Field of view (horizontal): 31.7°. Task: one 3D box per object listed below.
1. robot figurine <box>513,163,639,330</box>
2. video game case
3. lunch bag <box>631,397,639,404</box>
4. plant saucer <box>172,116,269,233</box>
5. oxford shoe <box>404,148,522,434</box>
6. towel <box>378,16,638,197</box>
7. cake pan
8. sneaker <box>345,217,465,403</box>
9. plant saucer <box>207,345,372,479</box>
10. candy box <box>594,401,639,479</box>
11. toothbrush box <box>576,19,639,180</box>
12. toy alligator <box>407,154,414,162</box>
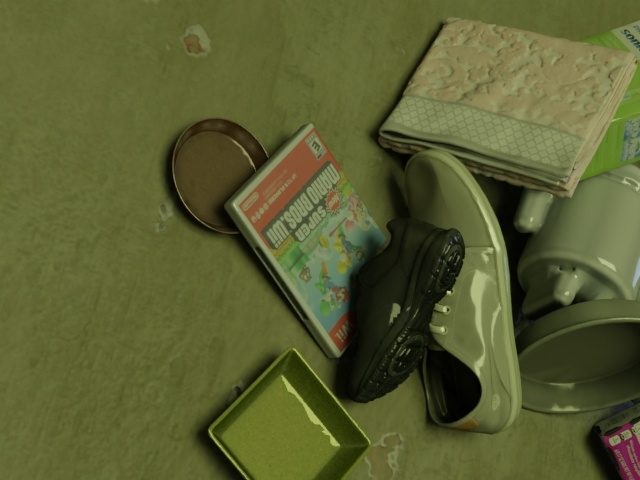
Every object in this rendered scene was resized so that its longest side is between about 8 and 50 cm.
[{"bbox_3d":[0.457,0.000,1.900,0.300,0.199,0.353,37,58,-13],"label":"robot figurine"},{"bbox_3d":[0.000,0.000,1.646,0.204,0.025,0.285,-49,115,-35],"label":"video game case"},{"bbox_3d":[0.592,0.177,1.946,0.090,0.219,0.176,39,55,18],"label":"lunch bag"},{"bbox_3d":[-0.141,-0.089,1.585,0.168,0.029,0.169,12,71,-35],"label":"plant saucer"},{"bbox_3d":[0.197,0.084,1.705,0.130,0.169,0.450,-12,92,-35],"label":"oxford shoe"},{"bbox_3d":[0.298,-0.228,1.794,0.317,0.331,0.053,-57,153,-33],"label":"towel"},{"bbox_3d":[0.430,0.184,1.792,0.293,0.293,0.054,20,46,-31],"label":"cake pan"},{"bbox_3d":[0.101,0.099,1.638,0.286,0.130,0.109,-63,150,-5],"label":"sneaker"},{"bbox_3d":[-0.047,0.273,1.536,0.188,0.045,0.188,51,54,-6],"label":"plant saucer"},{"bbox_3d":[0.610,0.339,1.917,0.233,0.071,0.159,-29,97,6],"label":"candy box"},{"bbox_3d":[0.459,-0.228,1.883,0.283,0.122,0.206,-21,48,-8],"label":"toothbrush box"},{"bbox_3d":[0.180,-0.158,1.834,0.051,0.056,0.190,17,60,12],"label":"toy alligator"}]
